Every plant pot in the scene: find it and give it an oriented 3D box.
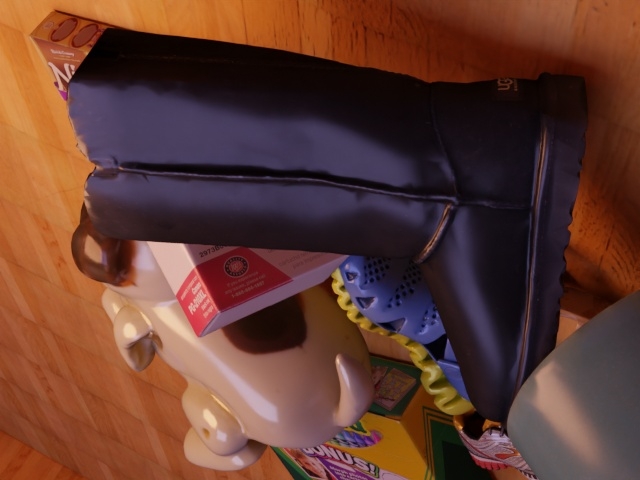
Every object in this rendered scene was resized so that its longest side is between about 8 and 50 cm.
[{"bbox_3d":[0.349,0.199,1.014,0.293,0.293,0.235,77,168,-53],"label":"plant pot"}]

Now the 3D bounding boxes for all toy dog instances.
[{"bbox_3d":[-0.139,0.072,1.414,0.408,0.284,0.395,55,168,-20],"label":"toy dog"}]

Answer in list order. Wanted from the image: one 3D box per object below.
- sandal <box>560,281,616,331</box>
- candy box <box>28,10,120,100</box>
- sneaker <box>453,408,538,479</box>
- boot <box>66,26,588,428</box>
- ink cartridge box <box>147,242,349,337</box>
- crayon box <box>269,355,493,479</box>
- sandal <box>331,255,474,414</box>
[{"bbox_3d":[0.236,0.037,1.228,0.240,0.088,0.079,19,118,14],"label":"sandal"},{"bbox_3d":[-0.247,-0.201,1.370,0.186,0.053,0.109,18,148,26],"label":"candy box"},{"bbox_3d":[0.260,0.260,1.514,0.225,0.088,0.093,-7,131,51],"label":"sneaker"},{"bbox_3d":[0.000,-0.002,1.085,0.445,0.146,0.367,4,117,4],"label":"boot"},{"bbox_3d":[-0.103,-0.043,1.243,0.237,0.172,0.100,61,153,11],"label":"ink cartridge box"},{"bbox_3d":[0.054,0.293,1.767,0.363,0.106,0.313,9,143,39],"label":"crayon box"},{"bbox_3d":[0.138,0.082,1.347,0.138,0.126,0.317,-14,133,44],"label":"sandal"}]
